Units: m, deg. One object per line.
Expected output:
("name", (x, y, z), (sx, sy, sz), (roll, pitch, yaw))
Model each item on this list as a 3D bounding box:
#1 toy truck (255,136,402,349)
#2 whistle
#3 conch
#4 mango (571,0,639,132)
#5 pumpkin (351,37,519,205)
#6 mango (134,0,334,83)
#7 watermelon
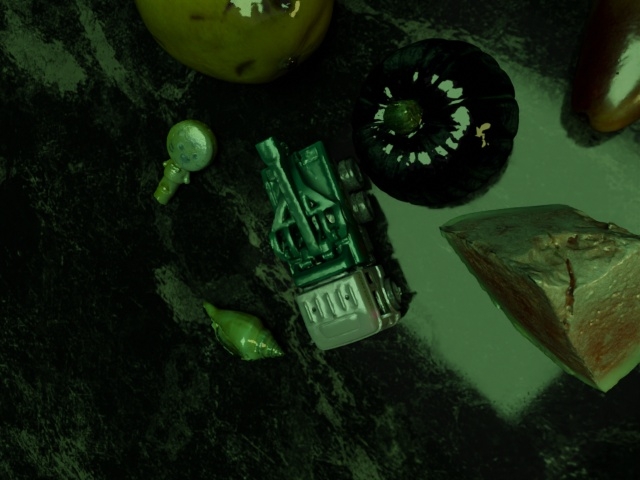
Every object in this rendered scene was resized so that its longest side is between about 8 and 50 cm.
("toy truck", (0.003, 0.002, 0.741), (0.177, 0.178, 0.363), (-23, 86, 20))
("whistle", (-0.289, -0.162, 0.918), (0.104, 0.057, 0.198), (37, 113, 1))
("conch", (-0.156, 0.187, 0.862), (0.201, 0.080, 0.094), (13, 110, 38))
("mango", (0.432, -0.278, 0.593), (0.133, 0.111, 0.267), (18, 100, 36))
("pumpkin", (0.150, -0.175, 0.639), (0.248, 0.248, 0.247), (1, 92, 22))
("mango", (-0.181, -0.452, 0.775), (0.445, 0.221, 0.301), (33, 105, 21))
("watermelon", (0.315, 0.060, 0.605), (0.193, 0.231, 0.310), (-18, 65, -12))
